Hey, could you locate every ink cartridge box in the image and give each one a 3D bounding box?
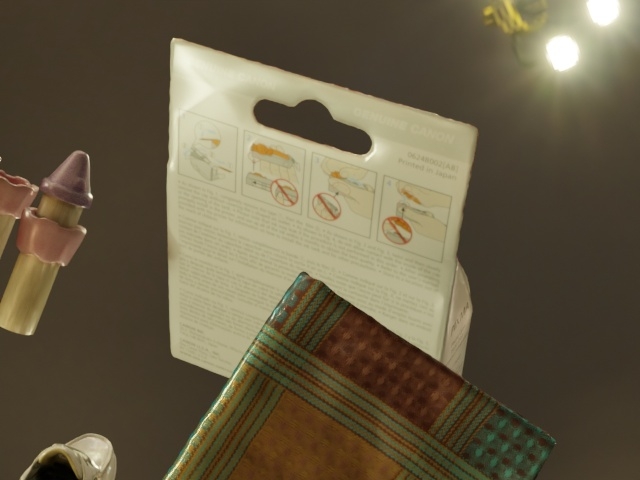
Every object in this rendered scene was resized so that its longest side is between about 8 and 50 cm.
[{"bbox_3d":[0.000,0.000,1.136,0.091,0.308,0.385,-47,-30,-49],"label":"ink cartridge box"}]

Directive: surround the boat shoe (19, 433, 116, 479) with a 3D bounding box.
[{"bbox_3d":[-0.339,0.316,1.537,0.277,0.098,0.096,-58,-20,-69],"label":"boat shoe"}]

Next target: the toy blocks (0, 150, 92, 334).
[{"bbox_3d":[-0.402,-0.092,1.179,0.309,0.288,0.260,20,-85,-30],"label":"toy blocks"}]

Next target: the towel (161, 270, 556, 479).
[{"bbox_3d":[-0.007,0.249,0.929,0.271,0.040,0.370,34,-94,-12],"label":"towel"}]
